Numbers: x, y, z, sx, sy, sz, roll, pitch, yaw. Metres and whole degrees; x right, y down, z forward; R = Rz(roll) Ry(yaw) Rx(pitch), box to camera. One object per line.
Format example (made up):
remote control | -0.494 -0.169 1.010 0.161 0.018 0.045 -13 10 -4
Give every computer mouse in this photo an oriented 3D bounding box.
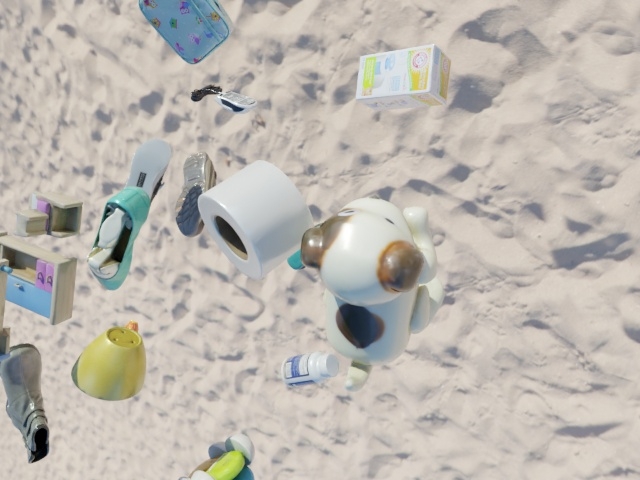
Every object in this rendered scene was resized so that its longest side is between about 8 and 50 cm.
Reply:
computer mouse | -0.267 -0.396 1.327 0.192 0.106 0.042 26 130 20

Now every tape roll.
tape roll | -0.156 -0.050 1.131 0.246 0.169 0.246 39 152 25

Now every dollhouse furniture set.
dollhouse furniture set | -0.629 0.055 0.828 0.198 0.303 0.287 17 106 13

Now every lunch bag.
lunch bag | -0.435 -0.745 1.518 0.223 0.108 0.279 -27 123 24

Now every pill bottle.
pill bottle | -0.022 0.279 1.011 0.120 0.067 0.067 -20 94 33

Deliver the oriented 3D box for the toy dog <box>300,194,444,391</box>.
toy dog | 0.090 0.080 0.980 0.284 0.396 0.408 22 153 23

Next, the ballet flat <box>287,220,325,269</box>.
ballet flat | 0.000 0.000 1.541 0.316 0.106 0.108 -30 95 46

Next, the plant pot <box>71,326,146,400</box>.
plant pot | -0.390 0.223 0.889 0.134 0.134 0.095 34 105 25

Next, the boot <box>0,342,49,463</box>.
boot | -0.628 0.355 1.013 0.161 0.083 0.247 37 126 33

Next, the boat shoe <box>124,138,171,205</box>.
boat shoe | -0.567 -0.192 1.515 0.105 0.113 0.307 129 149 -56

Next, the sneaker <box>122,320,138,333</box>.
sneaker | -0.674 0.335 1.606 0.175 0.064 0.068 -37 40 30

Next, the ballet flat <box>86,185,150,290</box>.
ballet flat | -0.399 0.008 0.880 0.083 0.087 0.247 33 115 4

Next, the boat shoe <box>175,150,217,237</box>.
boat shoe | -0.435 -0.163 1.715 0.132 0.130 0.356 -11 60 22

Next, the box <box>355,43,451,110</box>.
box | 0.202 -0.391 1.134 0.203 0.103 0.114 8 92 38

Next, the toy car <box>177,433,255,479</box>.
toy car | -0.210 0.523 1.003 0.182 0.159 0.136 -38 88 38
